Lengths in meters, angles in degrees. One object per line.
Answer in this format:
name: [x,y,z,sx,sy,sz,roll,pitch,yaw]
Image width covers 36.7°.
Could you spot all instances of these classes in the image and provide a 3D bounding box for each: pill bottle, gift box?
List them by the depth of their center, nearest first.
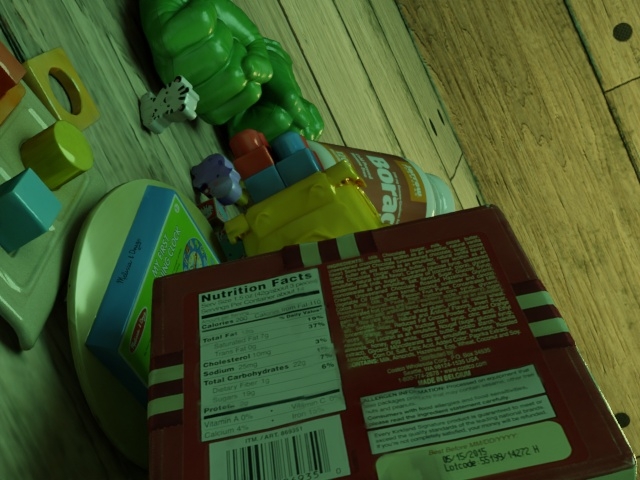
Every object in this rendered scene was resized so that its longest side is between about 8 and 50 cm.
gift box: [0.031,0.172,0.547,0.276,0.255,0.258,-95,174,-54]
pill bottle: [0.044,-0.037,1.033,0.216,0.121,0.121,3,63,-45]

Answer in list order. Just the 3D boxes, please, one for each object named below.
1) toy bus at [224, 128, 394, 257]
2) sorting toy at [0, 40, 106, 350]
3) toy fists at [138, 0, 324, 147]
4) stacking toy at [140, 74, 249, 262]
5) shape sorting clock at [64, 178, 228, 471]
toy bus: [0.000,0.000,0.820,0.211,0.149,0.220,62,7,5]
sorting toy: [-0.196,-0.060,0.585,0.196,0.047,0.347,58,19,-27]
toy fists: [-0.083,-0.168,0.982,0.279,0.096,0.142,40,33,-58]
stacking toy: [-0.084,-0.021,0.864,0.167,0.052,0.221,40,32,-55]
shape sorting clock: [-0.110,0.059,0.676,0.206,0.040,0.206,-7,90,-69]
